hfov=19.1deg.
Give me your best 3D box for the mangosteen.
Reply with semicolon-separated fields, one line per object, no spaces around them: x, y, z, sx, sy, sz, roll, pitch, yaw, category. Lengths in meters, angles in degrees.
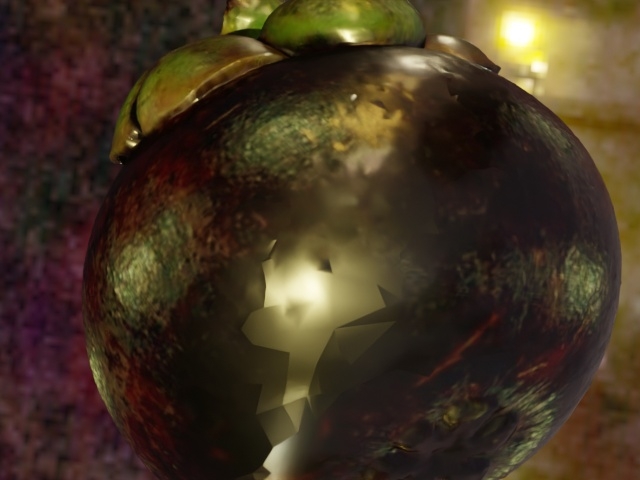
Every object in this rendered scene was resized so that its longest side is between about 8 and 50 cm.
0.004;0.015;1.035;0.300;0.300;0.300;7;90;-84;mangosteen
